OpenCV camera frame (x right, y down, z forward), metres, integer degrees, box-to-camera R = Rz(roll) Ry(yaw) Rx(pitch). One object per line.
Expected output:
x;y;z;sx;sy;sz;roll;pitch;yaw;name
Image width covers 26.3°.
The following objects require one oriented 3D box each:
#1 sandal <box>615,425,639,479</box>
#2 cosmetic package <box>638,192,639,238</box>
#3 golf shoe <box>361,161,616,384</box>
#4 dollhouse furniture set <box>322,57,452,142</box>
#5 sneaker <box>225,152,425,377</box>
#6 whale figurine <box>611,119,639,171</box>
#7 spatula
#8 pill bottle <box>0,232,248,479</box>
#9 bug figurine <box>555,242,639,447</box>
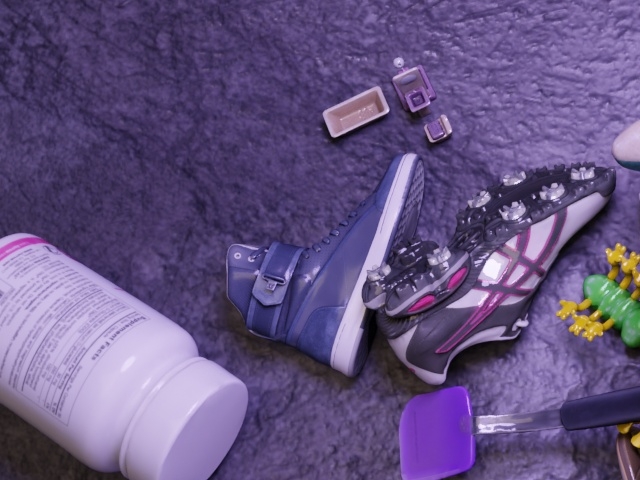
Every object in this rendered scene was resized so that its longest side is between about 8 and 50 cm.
0.280;0.253;1.198;0.049;0.072;0.180;-19;72;33;sandal
0.354;0.105;1.074;0.160;0.113;0.309;-8;64;10;cosmetic package
0.169;0.021;1.287;0.273;0.105;0.120;-32;112;-12;golf shoe
0.059;-0.129;1.363;0.114;0.081;0.091;-24;68;8;dollhouse furniture set
-0.001;0.000;1.339;0.163;0.086;0.226;20;81;18;sneaker
0.387;-0.119;1.208;0.272;0.141;0.216;-40;35;-18;whale figurine
0.192;0.159;1.220;0.296;0.030;0.084;-14;68;30;spatula
-0.221;0.124;1.328;0.283;0.160;0.160;30;84;22;pill bottle
0.354;0.059;1.224;0.279;0.072;0.216;-45;61;5;bug figurine
